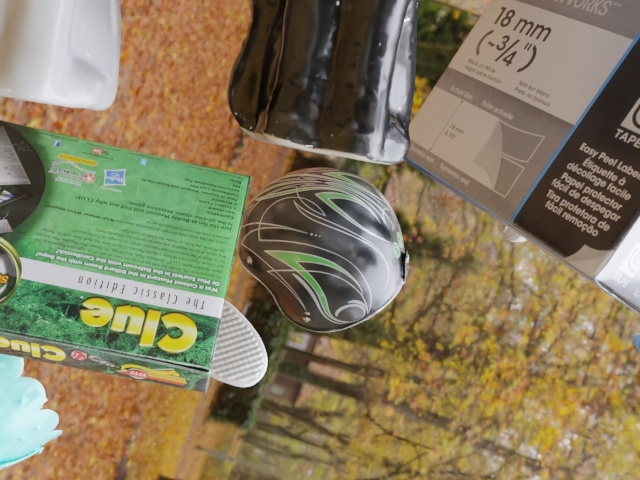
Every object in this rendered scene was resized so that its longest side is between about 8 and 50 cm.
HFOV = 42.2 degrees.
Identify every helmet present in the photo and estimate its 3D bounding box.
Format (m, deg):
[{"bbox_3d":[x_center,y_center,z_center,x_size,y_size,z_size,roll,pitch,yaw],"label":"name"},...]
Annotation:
[{"bbox_3d":[0.000,0.000,0.895,0.169,0.161,0.169,-27,-152,15],"label":"helmet"}]

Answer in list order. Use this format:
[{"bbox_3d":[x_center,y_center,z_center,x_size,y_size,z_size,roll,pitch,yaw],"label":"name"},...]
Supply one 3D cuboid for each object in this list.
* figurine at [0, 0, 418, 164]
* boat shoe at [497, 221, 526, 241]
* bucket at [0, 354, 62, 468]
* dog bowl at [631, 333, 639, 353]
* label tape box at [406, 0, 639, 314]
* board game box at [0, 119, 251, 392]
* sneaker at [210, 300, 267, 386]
[{"bbox_3d":[-0.051,-0.152,0.347,0.092,0.215,0.209,-85,-175,-83],"label":"figurine"},{"bbox_3d":[0.198,-0.058,0.833,0.184,0.063,0.066,96,-3,-64],"label":"boat shoe"},{"bbox_3d":[-0.515,0.215,1.149,0.183,0.281,0.281,-37,163,-29],"label":"bucket"},{"bbox_3d":[0.369,0.158,0.691,0.074,0.297,0.166,-39,-141,18],"label":"dog bowl"},{"bbox_3d":[0.240,-0.147,0.636,0.333,0.106,0.240,-57,-139,7],"label":"label tape box"},{"bbox_3d":[-0.175,-0.007,0.447,0.030,0.260,0.136,110,-10,-50],"label":"board game box"},{"bbox_3d":[-0.192,0.132,1.284,0.102,0.282,0.161,-49,166,-15],"label":"sneaker"}]
